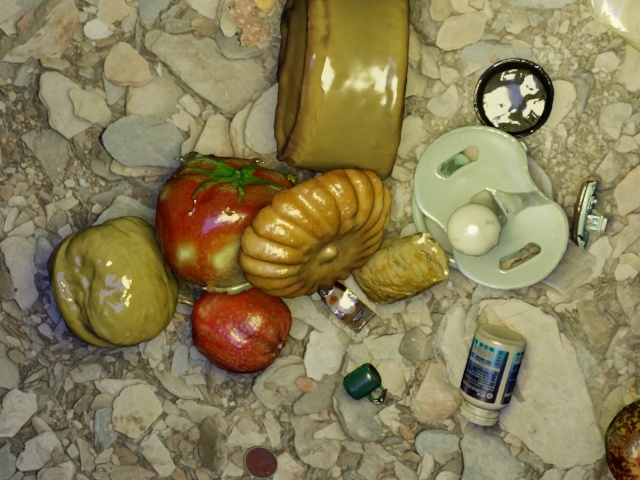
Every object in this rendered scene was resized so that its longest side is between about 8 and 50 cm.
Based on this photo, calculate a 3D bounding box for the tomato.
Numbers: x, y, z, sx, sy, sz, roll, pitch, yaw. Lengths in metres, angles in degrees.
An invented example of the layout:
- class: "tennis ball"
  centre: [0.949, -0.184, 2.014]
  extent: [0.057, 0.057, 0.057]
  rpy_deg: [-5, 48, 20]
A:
- class: "tomato"
  centre: [-0.187, -0.031, 1.691]
  extent: [0.303, 0.303, 0.239]
  rpy_deg: [15, 116, 9]

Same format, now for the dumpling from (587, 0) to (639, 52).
- class: "dumpling"
  centre: [0.676, -0.425, 1.491]
  extent: [0.341, 0.181, 0.260]
  rpy_deg: [32, 98, 27]

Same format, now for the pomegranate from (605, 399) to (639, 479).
- class: "pomegranate"
  centre: [0.657, 0.418, 1.627]
  extent: [0.214, 0.248, 0.214]
  rpy_deg: [4, 104, 18]

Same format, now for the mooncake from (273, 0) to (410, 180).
- class: "mooncake"
  centre: [0.038, -0.325, 1.614]
  extent: [0.246, 0.393, 0.394]
  rpy_deg: [4, 60, -8]

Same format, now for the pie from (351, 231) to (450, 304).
- class: "pie"
  centre: [0.147, 0.062, 1.689]
  extent: [0.128, 0.068, 0.282]
  rpy_deg: [52, 149, -7]

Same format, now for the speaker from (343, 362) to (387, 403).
- class: "speaker"
  centre: [0.101, 0.314, 1.831]
  extent: [0.075, 0.060, 0.094]
  rpy_deg: [-35, 128, 16]

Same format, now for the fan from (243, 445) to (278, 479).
- class: "fan"
  centre: [-0.125, 0.533, 1.944]
  extent: [0.085, 0.005, 0.133]
  rpy_deg: [-31, 92, 16]

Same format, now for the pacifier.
- class: "pacifier"
  centre: [0.297, -0.039, 1.603]
  extent: [0.288, 0.269, 0.343]
  rpy_deg: [-34, 90, 29]

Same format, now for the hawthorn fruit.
- class: "hawthorn fruit"
  centre: [-0.190, 0.169, 1.787]
  extent: [0.253, 0.205, 0.205]
  rpy_deg: [28, 106, 15]

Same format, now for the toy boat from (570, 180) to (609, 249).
- class: "toy boat"
  centre: [0.531, -0.048, 1.652]
  extent: [0.066, 0.059, 0.140]
  rpy_deg: [16, 107, 26]

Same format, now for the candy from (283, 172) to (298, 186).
- class: "candy"
  centre: [-0.070, -0.086, 1.796]
  extent: [0.035, 0.035, 0.123]
  rpy_deg: [14, 113, 20]

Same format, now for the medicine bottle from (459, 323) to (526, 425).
- class: "medicine bottle"
  centre: [0.349, 0.278, 1.736]
  extent: [0.107, 0.107, 0.191]
  rpy_deg: [15, 104, 9]

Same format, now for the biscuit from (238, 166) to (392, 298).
- class: "biscuit"
  centre: [0.000, 0.000, 1.583]
  extent: [0.326, 0.325, 0.107]
  rpy_deg: [-42, 62, 17]

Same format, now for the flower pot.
- class: "flower pot"
  centre: [0.370, -0.270, 1.620]
  extent: [0.157, 0.107, 0.157]
  rpy_deg: [3, 103, 13]

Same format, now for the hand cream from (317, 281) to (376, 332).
- class: "hand cream"
  centre: [0.041, 0.126, 1.809]
  extent: [0.163, 0.039, 0.062]
  rpy_deg: [42, 91, -1]

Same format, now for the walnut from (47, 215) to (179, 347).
- class: "walnut"
  centre: [-0.437, 0.091, 1.786]
  extent: [0.282, 0.253, 0.277]
  rpy_deg: [-6, 94, 23]
